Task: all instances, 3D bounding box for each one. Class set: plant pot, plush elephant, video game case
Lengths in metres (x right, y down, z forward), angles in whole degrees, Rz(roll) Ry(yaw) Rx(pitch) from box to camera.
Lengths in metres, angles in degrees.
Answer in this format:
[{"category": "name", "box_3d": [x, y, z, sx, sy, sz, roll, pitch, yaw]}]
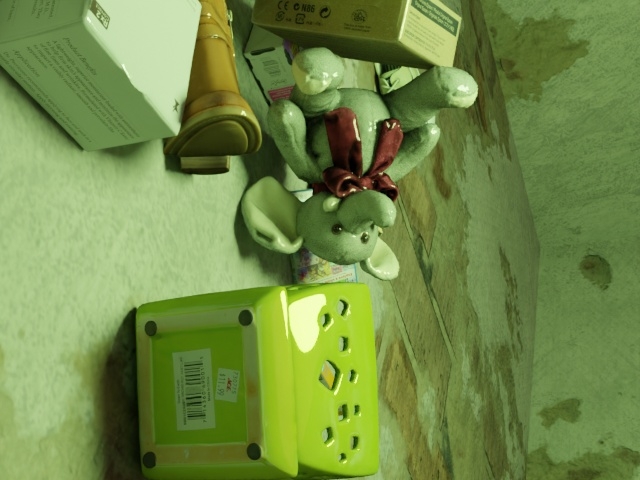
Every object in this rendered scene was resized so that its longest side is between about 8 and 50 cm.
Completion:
[{"category": "plant pot", "box_3d": [-0.080, 0.161, 1.090, 0.207, 0.227, 0.228, 11, 74, -60]}, {"category": "plush elephant", "box_3d": [0.038, -0.084, 1.379, 0.271, 0.330, 0.255, 6, 68, -29]}, {"category": "video game case", "box_3d": [0.000, 0.000, 1.551, 0.119, 0.015, 0.166, -9, 91, -37]}]

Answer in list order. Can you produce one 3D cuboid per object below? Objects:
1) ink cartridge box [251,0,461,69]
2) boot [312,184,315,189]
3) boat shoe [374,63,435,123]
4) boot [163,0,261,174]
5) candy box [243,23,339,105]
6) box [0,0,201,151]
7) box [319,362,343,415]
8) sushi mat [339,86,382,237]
[{"category": "ink cartridge box", "box_3d": [0.053, -0.309, 1.368, 0.193, 0.234, 0.088, 5, 97, -62]}, {"category": "boot", "box_3d": [0.003, -0.116, 1.633, 0.158, 0.059, 0.085, -84, 154, -52]}, {"category": "boat shoe", "box_3d": [0.161, -0.339, 2.083, 0.094, 0.109, 0.302, 2, 72, -54]}, {"category": "boot", "box_3d": [-0.127, -0.202, 1.128, 0.283, 0.109, 0.220, 139, -51, -84]}, {"category": "candy box", "box_3d": [-0.039, -0.277, 1.550, 0.196, 0.070, 0.165, 62, 29, -42]}, {"category": "box", "box_3d": [-0.221, -0.218, 0.984, 0.181, 0.119, 0.182, 54, 35, -53]}, {"category": "box", "box_3d": [-0.019, 0.209, 1.417, 0.028, 0.081, 0.136, -76, 151, -43]}, {"category": "sushi mat", "box_3d": [0.051, -0.170, 1.719, 0.151, 0.019, 0.317, 49, 25, -57]}]
